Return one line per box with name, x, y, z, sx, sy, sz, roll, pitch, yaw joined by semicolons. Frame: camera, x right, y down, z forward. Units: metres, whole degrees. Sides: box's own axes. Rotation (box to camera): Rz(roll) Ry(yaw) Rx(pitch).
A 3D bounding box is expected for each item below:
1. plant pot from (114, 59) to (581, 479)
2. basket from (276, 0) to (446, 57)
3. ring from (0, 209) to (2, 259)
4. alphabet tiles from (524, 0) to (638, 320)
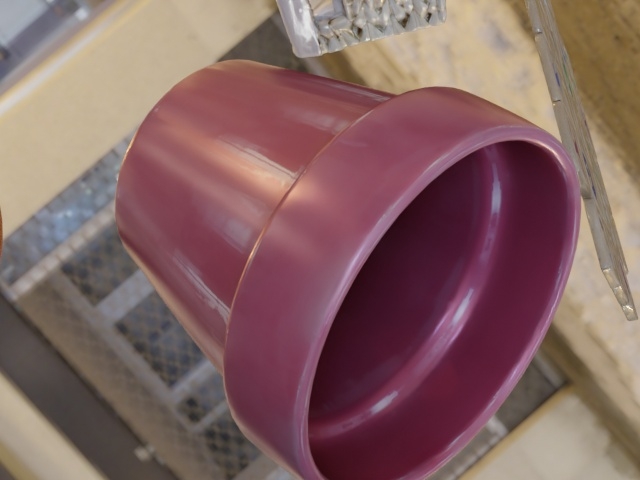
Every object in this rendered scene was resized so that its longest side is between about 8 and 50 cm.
plant pot;0.000;0.000;0.663;0.180;0.201;0.201;33;167;34
basket;0.018;-0.217;0.825;0.113;0.103;0.167;68;-165;-65
ring;-0.430;-0.013;1.070;0.336;0.336;0.032;48;147;13
alphabet tiles;0.207;-0.112;1.091;0.285;0.011;0.343;42;-145;-64
